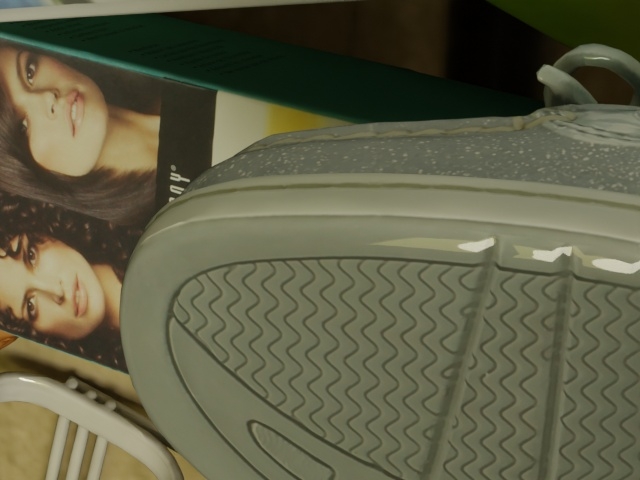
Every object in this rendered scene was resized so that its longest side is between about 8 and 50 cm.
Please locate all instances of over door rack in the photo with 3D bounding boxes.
[{"bbox_3d":[-0.013,0.204,0.749,0.324,0.108,0.239,19,133,2],"label":"over door rack"}]

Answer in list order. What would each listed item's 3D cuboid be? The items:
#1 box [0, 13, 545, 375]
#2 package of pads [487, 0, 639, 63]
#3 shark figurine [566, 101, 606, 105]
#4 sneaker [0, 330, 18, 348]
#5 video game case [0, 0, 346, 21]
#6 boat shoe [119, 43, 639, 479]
[{"bbox_3d":[0.000,0.000,0.534,0.244,0.060,0.101,15,112,30],"label":"box"},{"bbox_3d":[0.167,-0.139,0.397,0.229,0.101,0.296,29,135,-6],"label":"package of pads"},{"bbox_3d":[0.144,0.094,0.547,0.116,0.166,0.278,-19,125,11],"label":"shark figurine"},{"bbox_3d":[-0.186,-0.063,0.592,0.123,0.106,0.290,-16,134,26],"label":"sneaker"},{"bbox_3d":[-0.026,-0.136,0.305,0.329,0.036,0.300,0,152,23],"label":"video game case"},{"bbox_3d":[0.118,0.021,0.404,0.320,0.103,0.118,3,128,4],"label":"boat shoe"}]
